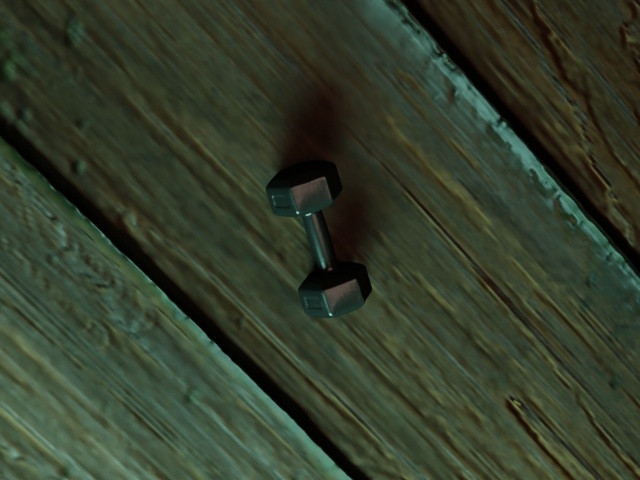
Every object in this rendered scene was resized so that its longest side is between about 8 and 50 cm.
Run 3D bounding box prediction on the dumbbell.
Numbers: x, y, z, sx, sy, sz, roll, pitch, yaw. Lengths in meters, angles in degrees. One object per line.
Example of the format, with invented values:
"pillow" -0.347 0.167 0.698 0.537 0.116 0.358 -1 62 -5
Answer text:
"dumbbell" 0.000 0.000 0.821 0.036 0.040 0.083 -11 107 20
